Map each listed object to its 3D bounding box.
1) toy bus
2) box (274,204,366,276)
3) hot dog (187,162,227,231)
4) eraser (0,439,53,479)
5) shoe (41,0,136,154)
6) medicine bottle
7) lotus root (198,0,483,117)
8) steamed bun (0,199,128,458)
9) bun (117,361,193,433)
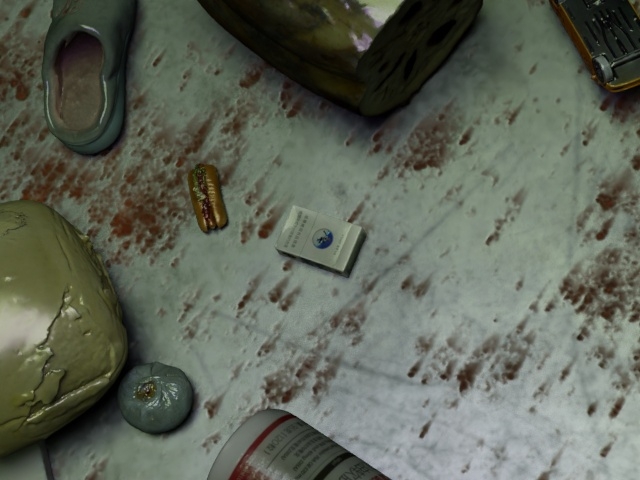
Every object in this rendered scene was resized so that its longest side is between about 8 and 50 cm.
[{"bbox_3d":[0.295,-0.220,1.659,0.069,0.074,0.162,-23,64,-4],"label":"toy bus"},{"bbox_3d":[0.000,0.000,1.676,0.083,0.024,0.054,19,74,20],"label":"box"},{"bbox_3d":[-0.124,-0.049,1.725,0.037,0.021,0.083,-19,68,5],"label":"hot dog"},{"bbox_3d":[-0.357,0.245,1.671,0.150,0.023,0.104,-19,67,6],"label":"eraser"},{"bbox_3d":[-0.266,-0.225,1.781,0.103,0.100,0.251,-5,72,12],"label":"shoe"},{"bbox_3d":[0.017,0.272,1.514,0.250,0.131,0.131,31,80,22],"label":"medicine bottle"},{"bbox_3d":[-0.013,-0.305,1.674,0.346,0.250,0.250,35,81,15],"label":"lotus root"},{"bbox_3d":[-0.334,0.071,1.641,0.232,0.166,0.273,-30,58,2],"label":"steamed bun"},{"bbox_3d":[-0.173,0.162,1.646,0.083,0.045,0.083,-5,64,11],"label":"bun"}]
